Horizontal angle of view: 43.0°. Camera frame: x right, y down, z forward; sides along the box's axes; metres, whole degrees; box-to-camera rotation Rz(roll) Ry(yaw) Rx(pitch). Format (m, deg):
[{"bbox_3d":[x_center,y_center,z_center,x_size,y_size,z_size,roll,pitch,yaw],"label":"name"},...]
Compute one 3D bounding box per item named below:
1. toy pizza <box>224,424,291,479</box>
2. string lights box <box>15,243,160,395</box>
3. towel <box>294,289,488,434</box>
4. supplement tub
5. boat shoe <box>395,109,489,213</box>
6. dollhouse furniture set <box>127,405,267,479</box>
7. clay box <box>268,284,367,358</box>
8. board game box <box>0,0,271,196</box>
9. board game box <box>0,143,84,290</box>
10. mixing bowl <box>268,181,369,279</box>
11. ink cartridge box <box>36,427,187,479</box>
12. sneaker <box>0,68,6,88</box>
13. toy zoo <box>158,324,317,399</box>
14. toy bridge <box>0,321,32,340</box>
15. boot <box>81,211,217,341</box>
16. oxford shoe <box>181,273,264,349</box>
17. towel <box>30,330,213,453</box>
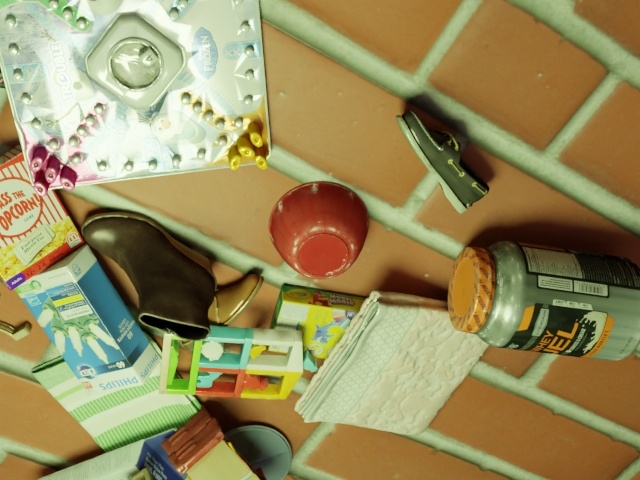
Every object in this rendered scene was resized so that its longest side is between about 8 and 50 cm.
[{"bbox_3d":[-0.160,0.469,1.714,0.201,0.032,0.201,-8,115,-16],"label":"toy pizza"},{"bbox_3d":[-0.411,0.145,1.440,0.133,0.077,0.259,-16,115,26],"label":"string lights box"},{"bbox_3d":[0.155,0.247,1.568,0.317,0.053,0.332,13,123,-31],"label":"towel"},{"bbox_3d":[0.402,0.106,1.457,0.316,0.193,0.193,8,121,-9],"label":"supplement tub"},{"bbox_3d":[0.204,-0.141,1.353,0.069,0.081,0.228,-34,126,13],"label":"boat shoe"},{"bbox_3d":[-0.290,0.523,1.549,0.374,0.152,0.201,-38,109,-12],"label":"dollhouse furniture set"},{"bbox_3d":[0.021,0.163,1.542,0.222,0.053,0.127,10,124,-13],"label":"clay box"},{"bbox_3d":[-0.278,-0.262,1.220,0.390,0.050,0.390,-8,123,-8],"label":"board game box"},{"bbox_3d":[-0.499,-0.037,1.330,0.147,0.045,0.193,-38,126,-24],"label":"board game box"},{"bbox_3d":[0.000,0.000,1.411,0.181,0.098,0.181,-2,123,-3],"label":"mixing bowl"},{"bbox_3d":[-0.373,0.555,1.722,0.330,0.071,0.324,-21,131,11],"label":"ink cartridge box"},{"bbox_3d":[-0.542,-0.220,1.242,0.178,0.072,0.077,-27,132,18],"label":"sneaker"},{"bbox_3d":[-0.150,0.230,1.522,0.293,0.030,0.192,5,136,-11],"label":"toy zoo"},{"bbox_3d":[-0.610,0.114,1.471,0.063,0.026,0.188,-28,119,14],"label":"toy bridge"},{"bbox_3d":[-0.289,0.057,1.355,0.248,0.207,0.090,22,118,-18],"label":"boot"},{"bbox_3d":[-0.194,0.119,1.487,0.212,0.076,0.076,-36,110,17],"label":"oxford shoe"},{"bbox_3d":[-0.378,0.328,1.623,0.248,0.038,0.325,-24,122,11],"label":"towel"}]
